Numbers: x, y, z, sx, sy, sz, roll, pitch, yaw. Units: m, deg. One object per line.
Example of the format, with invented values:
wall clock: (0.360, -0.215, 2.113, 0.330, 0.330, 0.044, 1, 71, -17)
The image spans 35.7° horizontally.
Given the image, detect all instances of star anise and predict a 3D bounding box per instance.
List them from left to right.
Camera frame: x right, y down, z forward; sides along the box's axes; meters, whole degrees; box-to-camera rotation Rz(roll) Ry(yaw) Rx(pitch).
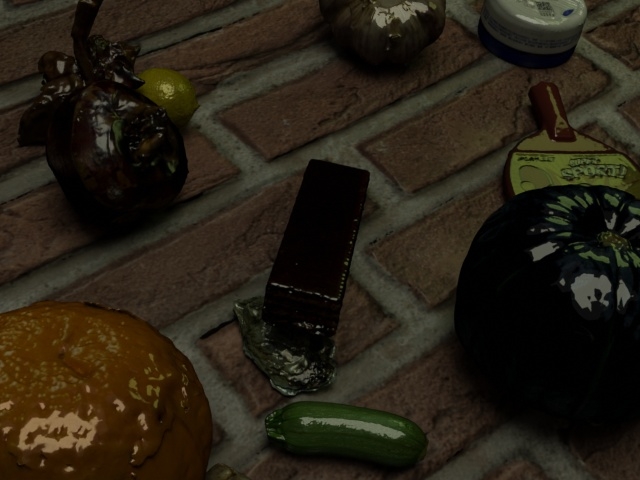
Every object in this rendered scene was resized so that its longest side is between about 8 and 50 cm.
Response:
star anise: (-0.386, -0.299, 1.652, 0.148, 0.347, 0.237, 14, 14, -48)

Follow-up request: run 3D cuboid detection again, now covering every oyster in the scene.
oyster: (-0.049, 0.141, 1.421, 0.124, 0.064, 0.177, -22, 64, -10)

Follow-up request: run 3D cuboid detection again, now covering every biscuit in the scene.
biscuit: (0.000, 0.000, 1.486, 0.107, 0.073, 0.388, 13, 34, 2)

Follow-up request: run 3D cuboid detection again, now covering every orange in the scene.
orange: (-0.293, 0.241, 1.129, 0.340, 0.293, 0.341, 6, 32, -3)

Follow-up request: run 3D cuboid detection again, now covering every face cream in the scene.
face cream: (0.427, -0.450, 2.000, 0.205, 0.111, 0.206, 5, 49, -6)

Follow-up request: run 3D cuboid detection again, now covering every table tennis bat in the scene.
table tennis bat: (0.441, -0.122, 1.749, 0.268, 0.051, 0.415, 0, 51, -9)

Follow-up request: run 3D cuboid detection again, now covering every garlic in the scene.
garlic: (0.119, -0.438, 1.915, 0.244, 0.160, 0.245, 2, 69, -4)

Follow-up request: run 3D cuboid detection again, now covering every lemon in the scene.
lemon: (-0.270, -0.240, 1.693, 0.133, 0.109, 0.109, 15, 47, 14)

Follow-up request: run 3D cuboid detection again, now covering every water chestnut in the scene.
water chestnut: (-0.301, -0.133, 1.513, 0.238, 0.224, 0.224, -20, 37, 32)

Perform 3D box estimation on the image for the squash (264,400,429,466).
squash: (0.034, 0.255, 1.320, 0.219, 0.068, 0.077, 6, 52, -3)

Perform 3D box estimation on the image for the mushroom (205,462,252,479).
mushroom: (-0.053, 0.328, 1.255, 0.202, 0.054, 0.059, 15, 46, -1)

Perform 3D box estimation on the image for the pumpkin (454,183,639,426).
pumpkin: (0.373, 0.081, 1.404, 0.363, 0.266, 0.363, 3, 43, -3)
